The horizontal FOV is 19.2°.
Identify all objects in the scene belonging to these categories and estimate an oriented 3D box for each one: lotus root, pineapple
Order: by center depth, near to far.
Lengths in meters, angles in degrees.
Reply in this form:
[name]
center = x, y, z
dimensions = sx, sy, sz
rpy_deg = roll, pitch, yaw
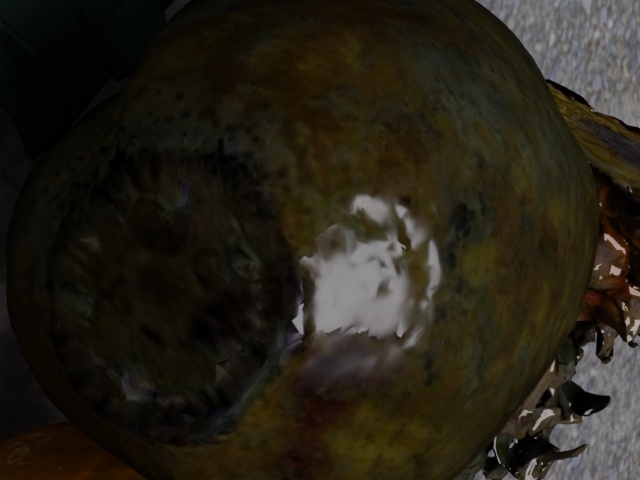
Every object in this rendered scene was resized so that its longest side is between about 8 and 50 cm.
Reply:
[lotus root]
center = 0.000, 0.000, 0.848
dimensions = 0.346, 0.250, 0.250
rpy_deg = -23, 121, -71
[pineapple]
center = 0.104, 0.052, 1.134
dimensions = 0.262, 0.262, 0.272
rpy_deg = 11, 115, -53

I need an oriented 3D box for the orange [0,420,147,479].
[orange]
center = -0.106, 0.190, 0.886
dimensions = 0.219, 0.193, 0.219
rpy_deg = -3, 94, -39

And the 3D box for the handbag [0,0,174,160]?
[handbag]
center = -0.090, -0.225, 0.862
dimensions = 0.326, 0.089, 0.238
rpy_deg = -55, 142, -27
